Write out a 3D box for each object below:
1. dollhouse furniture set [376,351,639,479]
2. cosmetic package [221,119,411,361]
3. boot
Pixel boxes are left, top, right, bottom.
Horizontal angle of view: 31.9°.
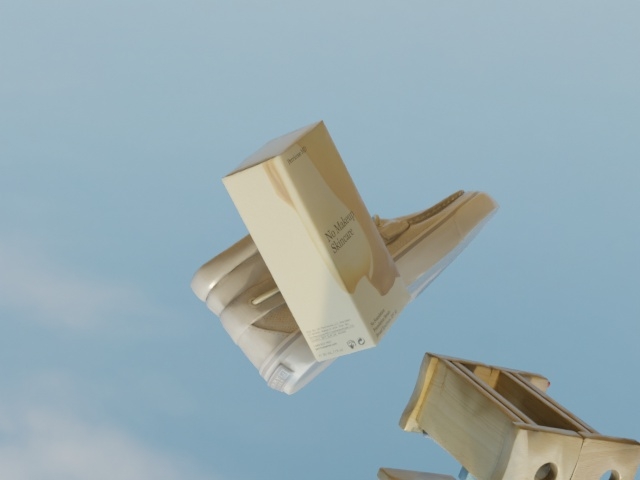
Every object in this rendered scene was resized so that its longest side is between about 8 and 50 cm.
[{"bbox_3d":[0.131,0.203,0.860,0.128,0.184,0.129,13,-167,-30],"label":"dollhouse furniture set"},{"bbox_3d":[0.000,0.000,0.604,0.041,0.115,0.060,-19,-164,32],"label":"cosmetic package"},{"bbox_3d":[0.023,0.001,0.867,0.258,0.095,0.123,-34,-105,-35],"label":"boot"}]
